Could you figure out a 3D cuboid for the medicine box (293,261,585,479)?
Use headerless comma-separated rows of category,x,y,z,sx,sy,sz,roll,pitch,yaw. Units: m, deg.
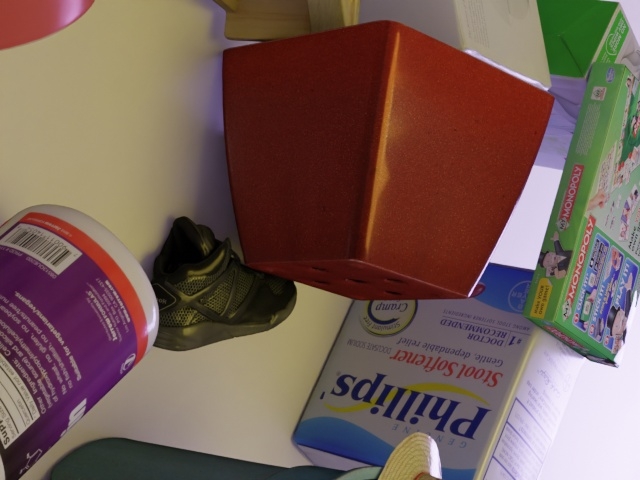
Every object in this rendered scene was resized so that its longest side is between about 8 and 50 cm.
medicine box,0.154,0.178,2.143,0.149,0.263,0.289,49,59,-49

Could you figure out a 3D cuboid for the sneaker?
sneaker,-0.101,0.036,1.891,0.227,0.087,0.130,-11,115,-48

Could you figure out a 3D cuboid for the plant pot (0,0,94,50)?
plant pot,-0.289,-0.300,1.398,0.275,0.275,0.243,-43,142,-41

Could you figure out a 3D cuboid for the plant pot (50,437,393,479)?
plant pot,-0.112,0.356,1.748,0.341,0.334,0.341,-19,114,-51

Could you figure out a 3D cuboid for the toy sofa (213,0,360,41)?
toy sofa,-0.070,-0.318,1.695,0.362,0.150,0.177,26,68,-72

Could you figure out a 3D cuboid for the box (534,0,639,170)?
box,0.279,-0.203,2.217,0.127,0.262,0.231,-63,143,-21

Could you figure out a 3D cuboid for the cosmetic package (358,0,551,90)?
cosmetic package,0.143,-0.282,2.013,0.224,0.138,0.224,15,63,-57

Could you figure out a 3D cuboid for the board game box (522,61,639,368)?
board game box,0.345,-0.027,2.087,0.213,0.046,0.317,32,72,-53

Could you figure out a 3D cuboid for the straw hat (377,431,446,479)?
straw hat,0.106,0.263,1.687,0.144,0.061,0.145,-22,117,-52

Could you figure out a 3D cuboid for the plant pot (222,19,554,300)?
plant pot,0.057,-0.067,1.855,0.267,0.267,0.236,18,75,-41

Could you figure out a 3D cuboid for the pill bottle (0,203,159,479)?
pill bottle,-0.302,0.120,1.541,0.323,0.181,0.182,-45,134,-38
